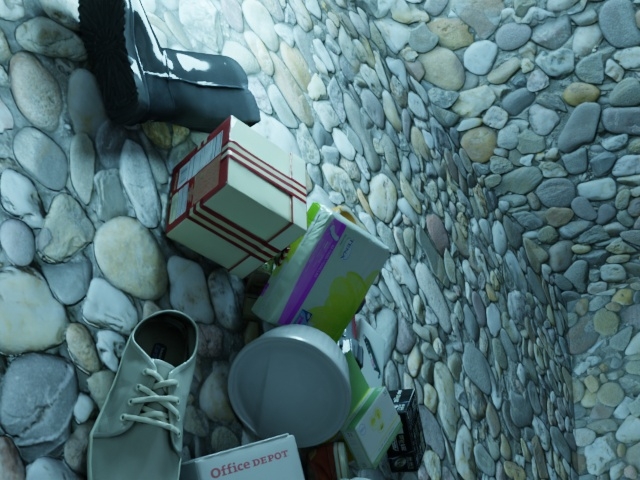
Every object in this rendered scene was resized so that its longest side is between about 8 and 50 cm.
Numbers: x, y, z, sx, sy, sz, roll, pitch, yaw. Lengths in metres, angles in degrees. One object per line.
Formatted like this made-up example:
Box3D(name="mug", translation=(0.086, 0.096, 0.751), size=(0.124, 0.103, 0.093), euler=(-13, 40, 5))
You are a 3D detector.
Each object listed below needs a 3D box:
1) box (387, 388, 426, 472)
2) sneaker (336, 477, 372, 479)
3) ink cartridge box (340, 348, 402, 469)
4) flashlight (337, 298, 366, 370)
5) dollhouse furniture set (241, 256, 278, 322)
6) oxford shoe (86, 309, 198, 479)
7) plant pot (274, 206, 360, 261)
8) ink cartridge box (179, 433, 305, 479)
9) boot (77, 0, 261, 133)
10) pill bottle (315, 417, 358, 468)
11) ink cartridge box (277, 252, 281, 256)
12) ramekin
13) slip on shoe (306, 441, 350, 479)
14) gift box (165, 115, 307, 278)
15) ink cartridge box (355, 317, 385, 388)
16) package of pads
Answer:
Box3D(name="box", translation=(0.227, 0.519, 2.264), size=(0.147, 0.077, 0.180), euler=(-44, 124, -67))
Box3D(name="sneaker", translation=(0.026, 0.607, 1.821), size=(0.091, 0.240, 0.126), euler=(-107, -175, -74))
Box3D(name="ink cartridge box", translation=(0.100, 0.398, 1.966), size=(0.171, 0.056, 0.235), euler=(-43, 115, -50))
Box3D(name="flashlight", translation=(0.075, 0.223, 2.164), size=(0.304, 0.103, 0.103), euler=(-90, -173, -50))
Box3D(name="dollhouse furniture set", translation=(-0.093, 0.098, 1.961), size=(0.161, 0.101, 0.182), euler=(10, 53, -10))
Box3D(name="oxford shoe", translation=(-0.309, 0.304, 1.481), size=(0.169, 0.130, 0.449), euler=(20, 46, -18))
Box3D(name="plant pot", translation=(0.000, 0.000, 2.170), size=(0.205, 0.188, 0.205), euler=(37, 43, -43))
Box3D(name="ink cartridge box", translation=(-0.134, 0.552, 1.589), size=(0.226, 0.131, 0.306), euler=(-6, 74, -36))
Box3D(name="boot", translation=(-0.335, -0.434, 1.934), size=(0.445, 0.146, 0.367), euler=(-9, 89, -56))
Box3D(name="pill bottle", translation=(0.048, 0.475, 2.016), size=(0.208, 0.117, 0.117), euler=(44, 37, -35))
Box3D(name="ink cartridge box", translation=(-0.057, -0.024, 2.012), size=(0.145, 0.045, 0.179), euler=(22, 45, -35))
Box3D(name="ramekin", translation=(-0.059, 0.307, 1.816), size=(0.273, 0.273, 0.127), euler=(62, 18, -12))
Box3D(name="slip on shoe", translation=(0.025, 0.634, 1.907), size=(0.123, 0.101, 0.331), euler=(15, 69, -85))
Box3D(name="gift box", translation=(-0.185, -0.085, 1.868), size=(0.258, 0.276, 0.255), euler=(30, 44, -31))
Box3D(name="ink cartridge box", translation=(0.082, 0.324, 2.230), size=(0.239, 0.060, 0.275), euler=(47, 36, -35))
Box3D(name="package of pads", translation=(0.009, 0.091, 1.930), size=(0.229, 0.101, 0.296), euler=(31, 89, -39))
